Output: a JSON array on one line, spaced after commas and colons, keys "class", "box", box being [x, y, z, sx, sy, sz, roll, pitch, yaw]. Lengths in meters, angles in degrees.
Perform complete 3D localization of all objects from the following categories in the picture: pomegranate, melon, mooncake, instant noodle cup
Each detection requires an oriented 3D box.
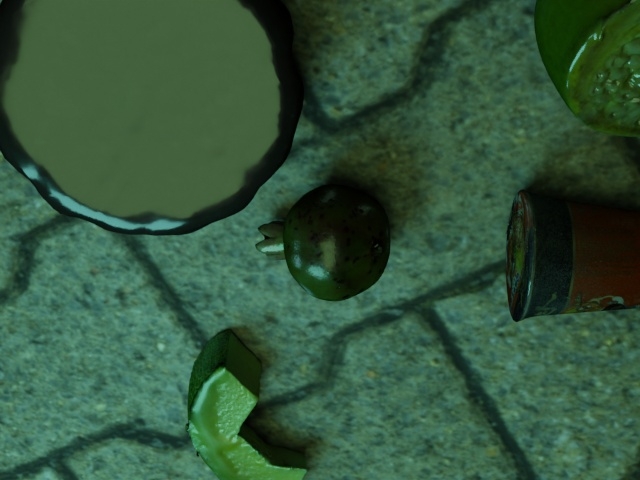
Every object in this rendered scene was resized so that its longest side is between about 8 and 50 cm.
[{"class": "pomegranate", "box": [0.284, -0.183, 0.898, 0.241, 0.159, 0.190, 27, 131, -35]}, {"class": "melon", "box": [-0.085, 0.210, 1.205, 0.118, 0.064, 0.209, -31, 109, 17]}, {"class": "mooncake", "box": [-0.154, -0.145, 0.997, 0.283, 0.141, 0.283, 0, 113, 1]}, {"class": "pomegranate", "box": [0.000, 0.000, 1.066, 0.142, 0.114, 0.114, 4, 120, 38]}, {"class": "instant noodle cup", "box": [0.248, 0.017, 1.020, 0.136, 0.127, 0.127, 2, 117, -1]}]
